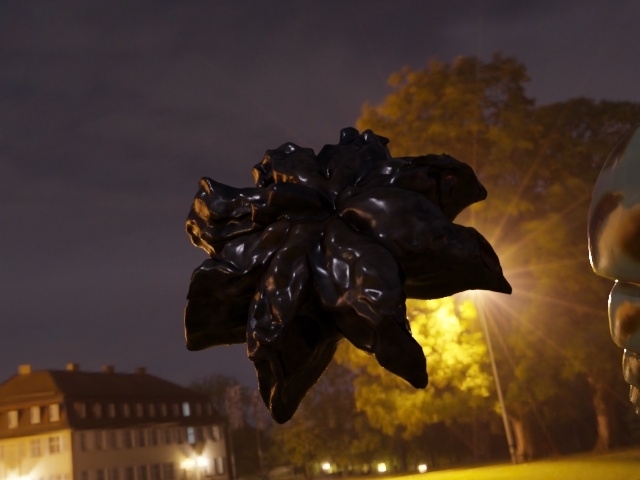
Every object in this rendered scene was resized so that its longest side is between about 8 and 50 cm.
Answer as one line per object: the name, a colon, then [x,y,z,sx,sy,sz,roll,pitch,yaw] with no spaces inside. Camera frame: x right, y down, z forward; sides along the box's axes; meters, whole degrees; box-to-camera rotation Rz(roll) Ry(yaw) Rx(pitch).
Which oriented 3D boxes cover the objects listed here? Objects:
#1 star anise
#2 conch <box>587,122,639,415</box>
star anise: [-0.001,0.000,0.540,0.236,0.223,0.109,-16,-41,13]
conch: [0.377,0.006,0.771,0.197,0.368,0.249,-17,15,-4]
